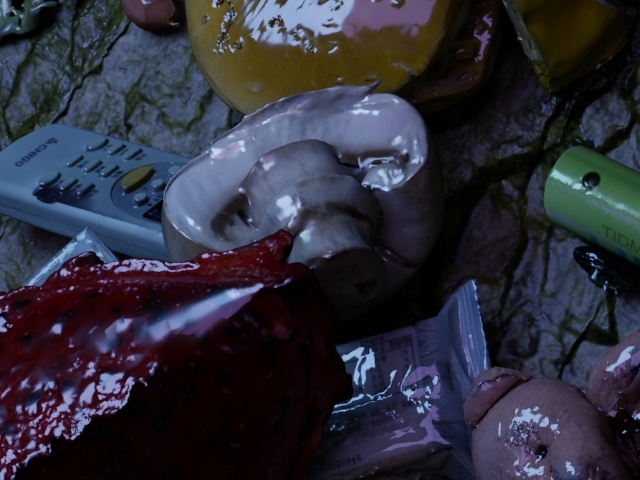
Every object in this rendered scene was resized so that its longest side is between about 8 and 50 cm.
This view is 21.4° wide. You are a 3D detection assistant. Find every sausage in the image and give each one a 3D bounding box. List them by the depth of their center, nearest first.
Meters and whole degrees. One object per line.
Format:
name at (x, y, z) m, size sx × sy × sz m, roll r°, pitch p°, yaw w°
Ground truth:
sausage at (-0.192, -0.289, 1.777) m, size 0.065 × 0.065 × 0.169 m, roll -24°, pitch 78°, yaw 14°

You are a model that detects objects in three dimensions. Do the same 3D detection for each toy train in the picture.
toy train at (0.291, 0.002, 1.378) m, size 0.253 × 0.157 × 0.105 m, roll 29°, pitch 83°, yaw 32°

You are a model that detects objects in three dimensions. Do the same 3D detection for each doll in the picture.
doll at (0.261, 0.165, 1.298) m, size 0.303 × 0.156 × 0.201 m, roll -20°, pitch 94°, yaw 17°

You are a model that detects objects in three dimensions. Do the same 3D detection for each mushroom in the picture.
mushroom at (0.000, 0.000, 1.492) m, size 0.254 × 0.189 × 0.195 m, roll -26°, pitch 48°, yaw -3°

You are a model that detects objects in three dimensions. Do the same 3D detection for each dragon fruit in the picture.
dragon fruit at (-0.125, 0.127, 1.425) m, size 0.329 × 0.286 × 0.228 m, roll -40°, pitch 38°, yaw 2°

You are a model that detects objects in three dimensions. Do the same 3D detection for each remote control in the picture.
remote control at (-0.195, -0.048, 1.660) m, size 0.296 × 0.056 × 0.140 m, roll 17°, pitch 38°, yaw 30°

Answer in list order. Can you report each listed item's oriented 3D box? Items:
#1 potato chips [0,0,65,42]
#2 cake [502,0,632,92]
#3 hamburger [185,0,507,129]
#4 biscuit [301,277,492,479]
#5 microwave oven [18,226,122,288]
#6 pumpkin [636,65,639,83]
potato chips at (-0.366, -0.424, 1.907) m, size 0.373 × 0.097 × 0.389 m, roll 29°, pitch 79°, yaw 15°
cake at (0.215, -0.223, 1.507) m, size 0.116 × 0.185 × 0.080 m, roll -25°, pitch 20°, yaw -1°
hamburger at (0.027, -0.237, 1.606) m, size 0.304 × 0.174 × 0.284 m, roll -12°, pitch 69°, yaw 22°
biscuit at (0.017, 0.167, 1.480) m, size 0.309 × 0.079 × 0.186 m, roll -19°, pitch 64°, yaw 16°
microwave oven at (-0.232, 0.120, 1.572) m, size 0.208 × 0.162 × 0.122 m, roll -43°, pitch 57°, yaw -3°
pumpkin at (0.426, -0.143, 1.326) m, size 0.303 × 0.256 × 0.225 m, roll -22°, pitch 51°, yaw -13°
